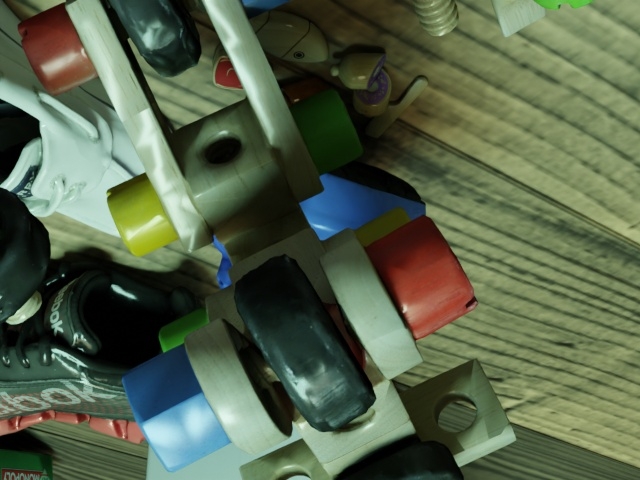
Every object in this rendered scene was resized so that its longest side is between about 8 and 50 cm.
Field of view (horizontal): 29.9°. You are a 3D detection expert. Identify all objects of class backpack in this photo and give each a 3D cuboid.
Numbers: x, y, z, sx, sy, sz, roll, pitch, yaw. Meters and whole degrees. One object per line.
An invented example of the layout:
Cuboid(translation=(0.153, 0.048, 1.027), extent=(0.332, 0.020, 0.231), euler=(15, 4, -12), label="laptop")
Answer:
Cuboid(translation=(0.000, 0.000, 0.660), extent=(0.097, 0.101, 0.120), euler=(11, 180, -28), label="backpack")

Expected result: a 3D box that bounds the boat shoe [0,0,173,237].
Cuboid(translation=(-0.160, -0.052, 0.616), extent=(0.095, 0.084, 0.258), euler=(-22, 142, 27), label="boat shoe")

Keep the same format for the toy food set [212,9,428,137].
Cuboid(translation=(-0.007, -0.081, 0.640), extent=(0.122, 0.019, 0.078), euler=(15, 143, -25), label="toy food set")

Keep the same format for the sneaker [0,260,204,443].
Cuboid(translation=(-0.192, 0.072, 0.800), extent=(0.276, 0.098, 0.135), euler=(1, 140, 2), label="sneaker")

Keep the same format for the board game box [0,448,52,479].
Cuboid(translation=(-0.369, 0.186, 0.917), extent=(0.213, 0.046, 0.317), euler=(-8, 166, 11), label="board game box")

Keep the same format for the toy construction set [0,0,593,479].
Cuboid(translation=(0.012, -0.009, 0.524), extent=(0.257, 0.309, 0.237), euler=(31, 163, 38), label="toy construction set")

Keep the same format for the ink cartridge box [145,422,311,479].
Cuboid(translation=(0.011, 0.282, 0.960), extent=(0.166, 0.286, 0.395), euler=(-12, 146, 15), label="ink cartridge box")
